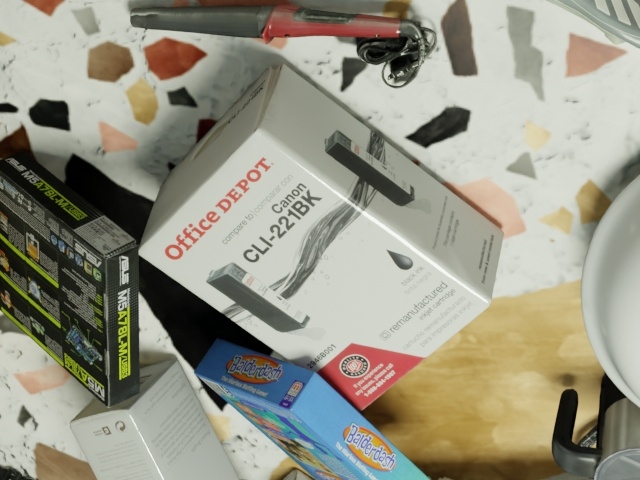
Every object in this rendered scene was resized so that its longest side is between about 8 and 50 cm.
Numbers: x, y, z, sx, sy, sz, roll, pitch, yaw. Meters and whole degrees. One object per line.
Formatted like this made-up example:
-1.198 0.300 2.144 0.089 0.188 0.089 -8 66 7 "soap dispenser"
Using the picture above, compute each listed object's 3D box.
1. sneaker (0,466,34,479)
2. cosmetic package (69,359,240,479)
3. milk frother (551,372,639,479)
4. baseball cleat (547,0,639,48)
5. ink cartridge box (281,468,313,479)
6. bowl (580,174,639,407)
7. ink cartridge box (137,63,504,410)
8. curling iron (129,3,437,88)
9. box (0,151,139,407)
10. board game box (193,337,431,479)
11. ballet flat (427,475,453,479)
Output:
-0.288 0.338 2.021 0.234 0.078 0.106 28 130 -4 "sneaker"
-0.150 0.250 1.860 0.085 0.117 0.231 -16 105 30 "cosmetic package"
0.295 0.210 1.756 0.129 0.135 0.143 -10 123 20 "milk frother"
0.236 -0.221 1.487 0.205 0.072 0.109 21 121 -8 "baseball cleat"
0.059 0.409 2.006 0.371 0.069 0.176 35 125 -17 "ink cartridge box"
0.378 0.067 1.581 0.297 0.134 0.298 1 111 3 "bowl"
0.000 0.000 1.676 0.273 0.114 0.197 37 126 -14 "ink cartridge box"
-0.035 -0.178 1.600 0.274 0.035 0.068 7 127 7 "curling iron"
-0.243 0.036 1.737 0.190 0.045 0.184 35 139 36 "box"
-0.004 0.184 1.780 0.160 0.047 0.210 15 155 50 "board game box"
0.205 0.315 1.794 0.408 0.147 0.147 2 128 27 "ballet flat"
